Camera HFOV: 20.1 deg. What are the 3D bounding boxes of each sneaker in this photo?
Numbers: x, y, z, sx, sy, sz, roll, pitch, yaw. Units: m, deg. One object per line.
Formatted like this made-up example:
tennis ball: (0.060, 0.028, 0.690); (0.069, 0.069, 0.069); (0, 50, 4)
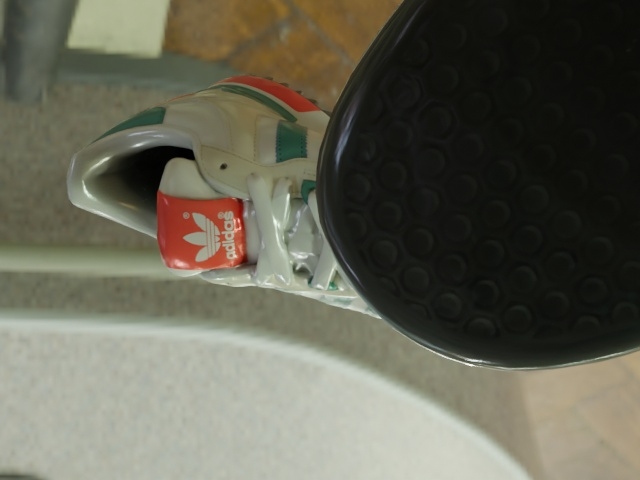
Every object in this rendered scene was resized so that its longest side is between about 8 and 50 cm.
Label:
sneaker: (0.116, -0.081, 0.370); (0.270, 0.145, 0.090); (-44, 92, 9)
sneaker: (0.000, 0.000, 0.472); (0.075, 0.161, 0.057); (-19, 122, -42)
